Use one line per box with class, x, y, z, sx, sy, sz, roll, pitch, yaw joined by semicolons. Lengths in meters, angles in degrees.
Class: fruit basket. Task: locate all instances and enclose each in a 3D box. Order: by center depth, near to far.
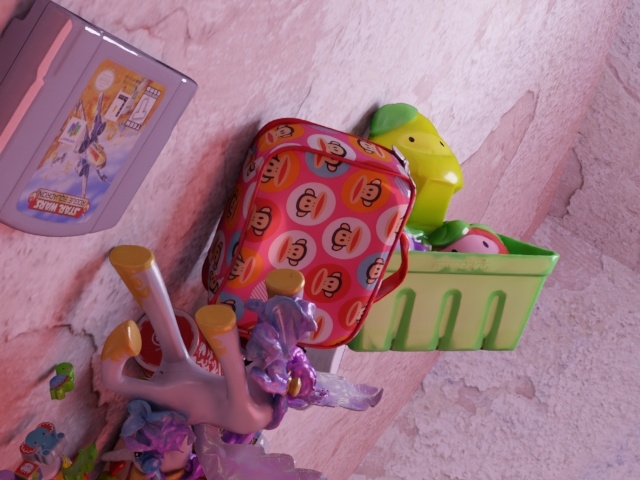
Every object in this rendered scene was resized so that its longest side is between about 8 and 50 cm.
fruit basket;0.153;-0.026;1.861;0.392;0.392;0.283;-55;-153;-6

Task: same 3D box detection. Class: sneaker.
sneaker;0.015;0.219;2.357;0.258;0.094;0.091;-62;159;16

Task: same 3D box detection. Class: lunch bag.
lunch bag;0.000;0.000;1.591;0.120;0.258;0.293;-111;-140;-59

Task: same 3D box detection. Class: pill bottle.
pill bottle;-0.342;0.291;1.534;0.043;0.043;0.083;-53;164;-13

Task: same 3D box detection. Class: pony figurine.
pony figurine;-0.103;0.195;1.445;0.302;0.351;0.363;-76;172;-51

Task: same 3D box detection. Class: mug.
mug;-0.181;0.146;1.626;0.150;0.113;0.169;-54;160;-15

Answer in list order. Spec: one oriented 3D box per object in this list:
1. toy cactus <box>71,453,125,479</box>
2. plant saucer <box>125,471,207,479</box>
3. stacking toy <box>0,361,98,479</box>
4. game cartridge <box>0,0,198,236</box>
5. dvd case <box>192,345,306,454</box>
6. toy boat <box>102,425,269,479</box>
toy cactus;-0.353;0.390;1.623;0.180;0.112;0.219;-56;176;35
plant saucer;-0.182;0.388;1.526;0.047;0.259;0.259;65;37;-45
stacking toy;-0.348;0.265;1.406;0.221;0.052;0.167;-50;149;-42
game cartridge;-0.227;-0.098;1.110;0.198;0.062;0.297;-62;164;4
dvd case;-0.110;0.249;1.732;0.253;0.022;0.180;-60;160;-7
toy boat;-0.185;0.301;1.829;0.267;0.148;0.318;-59;164;6
